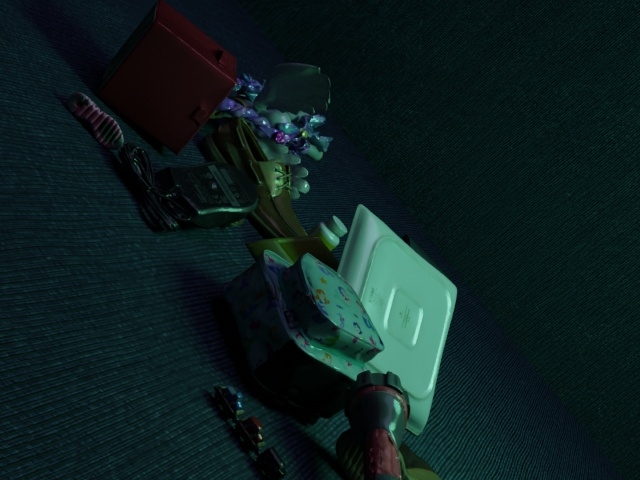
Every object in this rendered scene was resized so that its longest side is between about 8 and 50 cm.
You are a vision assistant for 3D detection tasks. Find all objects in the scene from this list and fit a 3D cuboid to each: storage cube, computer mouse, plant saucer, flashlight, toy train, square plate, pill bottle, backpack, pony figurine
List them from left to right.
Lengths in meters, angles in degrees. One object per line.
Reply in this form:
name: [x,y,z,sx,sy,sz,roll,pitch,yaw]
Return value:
storage cube: [-0.294,-0.315,1.957,0.193,0.215,0.184,37,18,-21]
computer mouse: [-0.227,-0.079,1.783,0.272,0.072,0.188,-2,54,-49]
toy train: [-0.096,0.259,1.382,0.158,0.036,0.027,54,14,17]
pony figurine: [-0.117,-0.270,2.369,0.351,0.303,0.363,20,5,23]
backpack: [-0.036,0.132,1.633,0.225,0.191,0.253,34,15,-46]
plant saucer: [-0.022,0.055,2.004,0.188,0.045,0.188,-5,49,-49]
pill bottle: [0.000,0.000,2.221,0.065,0.116,0.065,46,15,-15]
flashlight: [0.086,0.303,1.450,0.103,0.103,0.304,35,19,-14]
square plate: [0.148,0.156,1.995,0.344,0.049,0.347,40,55,-36]

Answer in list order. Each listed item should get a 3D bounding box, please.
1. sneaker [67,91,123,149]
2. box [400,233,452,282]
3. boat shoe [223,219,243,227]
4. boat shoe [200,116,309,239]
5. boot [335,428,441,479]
sneaker: [-0.379,-0.205,1.739,0.119,0.047,0.057,49,2,-8]
box: [0.171,0.114,2.262,0.153,0.207,0.108,47,14,-12]
boat shoe: [-0.211,-0.065,1.898,0.153,0.048,0.056,28,51,-42]
boat shoe: [-0.124,-0.126,2.162,0.324,0.120,0.122,52,14,10]
boot: [0.094,0.356,1.696,0.248,0.090,0.207,38,3,-24]
